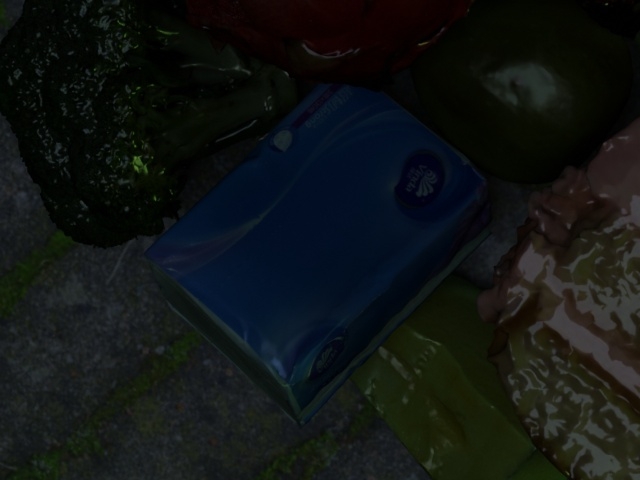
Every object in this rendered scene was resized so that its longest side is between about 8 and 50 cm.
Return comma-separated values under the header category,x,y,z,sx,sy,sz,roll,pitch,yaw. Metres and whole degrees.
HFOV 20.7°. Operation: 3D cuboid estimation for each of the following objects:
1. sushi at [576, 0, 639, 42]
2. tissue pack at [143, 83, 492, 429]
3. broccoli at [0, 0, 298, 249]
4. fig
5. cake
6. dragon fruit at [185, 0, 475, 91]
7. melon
category,x,y,z,sx,sy,sz,roll,pitch,yaw
sushi,0.241,-0.349,1.468,0.196,0.182,0.343,-24,70,9
tissue pack,0.000,0.000,1.601,0.198,0.146,0.263,41,77,21
broccoli,-0.165,-0.147,1.655,0.283,0.304,0.321,-4,104,-12
fig,0.174,-0.148,1.567,0.191,0.181,0.181,17,107,-8
cake,0.315,0.035,1.495,0.293,0.314,0.307,44,113,7
dragon fruit,0.002,-0.283,1.506,0.301,0.295,0.295,40,111,-5
melon,0.108,0.123,1.681,0.323,0.124,0.196,46,113,18
